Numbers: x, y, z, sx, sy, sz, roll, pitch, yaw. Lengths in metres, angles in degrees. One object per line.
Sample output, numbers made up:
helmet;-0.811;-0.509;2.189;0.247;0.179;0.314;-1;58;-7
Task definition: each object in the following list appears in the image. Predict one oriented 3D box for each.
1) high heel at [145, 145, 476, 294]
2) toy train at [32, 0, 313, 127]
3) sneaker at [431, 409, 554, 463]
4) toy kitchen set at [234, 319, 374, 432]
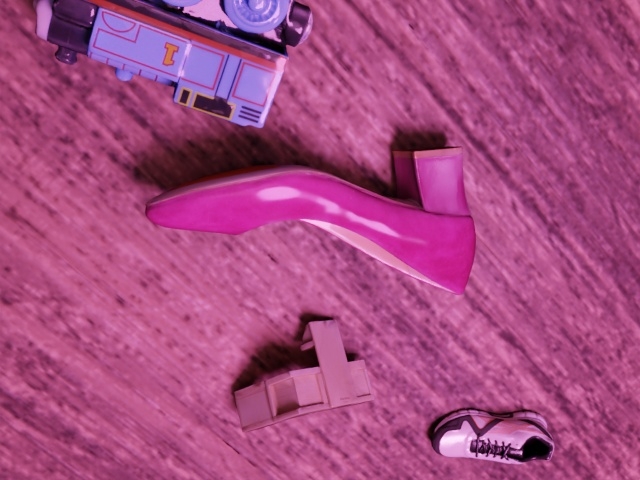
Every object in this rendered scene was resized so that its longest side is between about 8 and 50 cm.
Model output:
high heel;0.000;0.000;0.592;0.244;0.082;0.117;-9;100;-21
toy train;-0.099;-0.147;0.526;0.184;0.080;0.105;17;110;-16
sneaker;0.150;0.171;0.697;0.109;0.044;0.040;-3;111;-8
toy kitchen set;-0.016;0.108;0.655;0.083;0.075;0.068;1;69;-44
